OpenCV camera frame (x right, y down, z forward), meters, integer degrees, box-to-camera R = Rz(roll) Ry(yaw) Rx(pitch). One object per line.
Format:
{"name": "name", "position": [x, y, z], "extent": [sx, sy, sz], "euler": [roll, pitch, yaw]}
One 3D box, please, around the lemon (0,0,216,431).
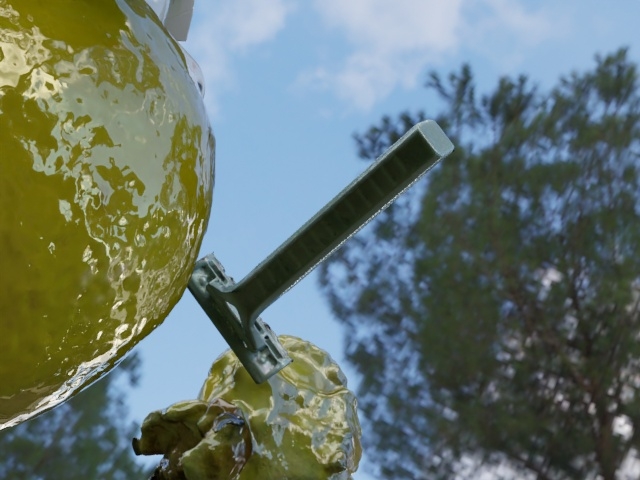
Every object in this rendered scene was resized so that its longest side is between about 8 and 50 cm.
{"name": "lemon", "position": [-0.234, -0.040, 0.785], "extent": [0.348, 0.348, 0.348], "euler": [16, -48, 18]}

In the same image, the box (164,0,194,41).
{"name": "box", "position": [-0.160, -0.313, 1.444], "extent": [0.040, 0.084, 0.154], "euler": [2, -57, -22]}

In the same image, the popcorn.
{"name": "popcorn", "position": [-0.057, 0.161, 1.097], "extent": [0.173, 0.195, 0.168], "euler": [-12, -105, 51]}

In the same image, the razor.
{"name": "razor", "position": [-0.006, 0.003, 0.930], "extent": [0.111, 0.056, 0.278], "euler": [53, -47, 6]}

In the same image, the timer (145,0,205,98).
{"name": "timer", "position": [-0.237, -0.202, 1.179], "extent": [0.233, 0.233, 0.240], "euler": [-3, -29, 32]}
